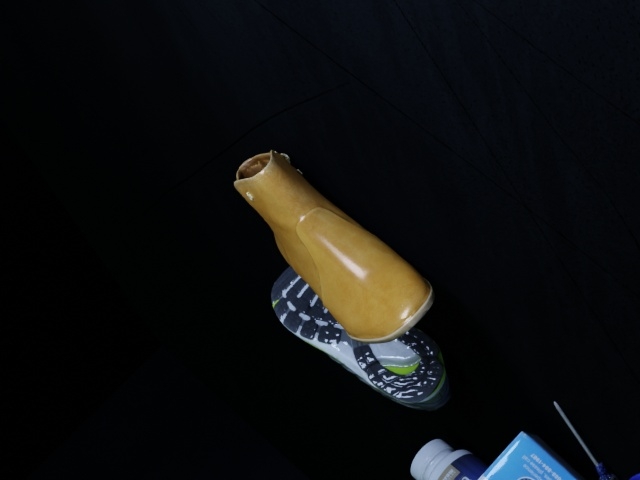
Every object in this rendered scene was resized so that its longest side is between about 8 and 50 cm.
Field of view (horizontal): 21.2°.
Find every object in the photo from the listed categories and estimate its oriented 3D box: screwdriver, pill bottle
[{"bbox_3d":[0.308,0.243,1.929,0.025,0.024,0.170,-10,123,39],"label":"screwdriver"},{"bbox_3d":[0.211,0.359,2.444,0.169,0.094,0.094,36,165,35],"label":"pill bottle"}]

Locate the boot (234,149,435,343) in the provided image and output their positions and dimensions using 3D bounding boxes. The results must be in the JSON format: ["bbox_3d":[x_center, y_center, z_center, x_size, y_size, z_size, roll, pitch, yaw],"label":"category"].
[{"bbox_3d":[0.000,-0.001,1.939,0.211,0.104,0.295,50,171,-21],"label":"boot"}]

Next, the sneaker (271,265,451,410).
[{"bbox_3d":[0.052,0.131,2.208,0.300,0.111,0.121,40,171,33],"label":"sneaker"}]

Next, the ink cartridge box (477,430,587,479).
[{"bbox_3d":[0.226,0.412,2.012,0.223,0.307,0.129,42,-177,14],"label":"ink cartridge box"}]

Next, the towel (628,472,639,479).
[{"bbox_3d":[0.414,0.354,1.702,0.308,0.076,0.227,48,174,12],"label":"towel"}]
